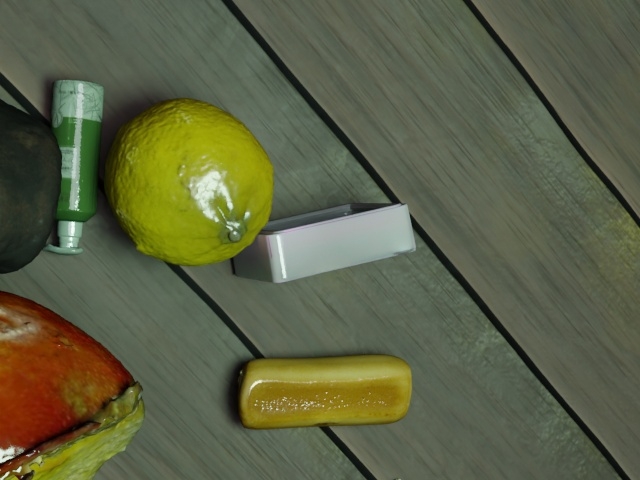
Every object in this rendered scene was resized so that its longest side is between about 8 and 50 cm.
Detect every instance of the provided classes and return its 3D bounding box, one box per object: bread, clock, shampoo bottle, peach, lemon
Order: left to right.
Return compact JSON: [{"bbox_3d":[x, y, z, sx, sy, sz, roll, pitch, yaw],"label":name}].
[{"bbox_3d":[-0.383,0.204,1.170,0.416,0.339,0.353,8,59,-24],"label":"peach"},{"bbox_3d":[-0.295,-0.084,1.380,0.065,0.065,0.205,4,87,-25],"label":"shampoo bottle"},{"bbox_3d":[-0.154,-0.067,1.361,0.192,0.231,0.192,-18,130,-23],"label":"lemon"},{"bbox_3d":[0.000,0.000,1.463,0.197,0.150,0.063,-13,97,-24],"label":"clock"},{"bbox_3d":[0.001,0.192,1.500,0.239,0.074,0.093,2,104,-23],"label":"bread"}]

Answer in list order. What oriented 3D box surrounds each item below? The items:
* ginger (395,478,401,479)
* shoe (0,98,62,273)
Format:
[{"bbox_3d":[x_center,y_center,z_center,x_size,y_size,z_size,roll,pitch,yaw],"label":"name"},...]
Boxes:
[{"bbox_3d":[0.122,0.392,1.571,0.057,0.044,0.137,-29,96,7],"label":"ginger"},{"bbox_3d":[-0.388,-0.045,1.179,0.237,0.384,0.171,27,109,-20],"label":"shoe"}]
